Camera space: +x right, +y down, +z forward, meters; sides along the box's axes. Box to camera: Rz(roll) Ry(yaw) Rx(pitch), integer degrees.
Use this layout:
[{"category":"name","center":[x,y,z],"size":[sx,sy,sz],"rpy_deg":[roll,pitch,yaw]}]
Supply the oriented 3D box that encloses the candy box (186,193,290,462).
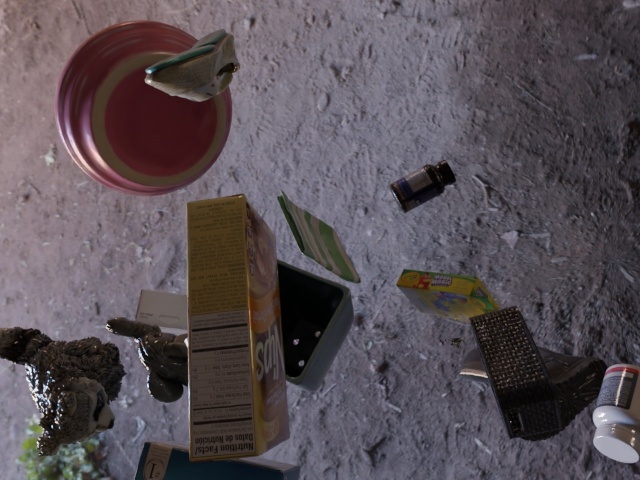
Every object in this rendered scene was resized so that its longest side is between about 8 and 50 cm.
[{"category":"candy box","center":[-0.110,0.118,0.663],"size":[0.088,0.183,0.316],"rpy_deg":[-8,73,6]}]

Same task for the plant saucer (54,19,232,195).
[{"category":"plant saucer","center":[-0.309,-0.231,0.912],"size":[0.084,0.332,0.331],"rpy_deg":[36,107,44]}]

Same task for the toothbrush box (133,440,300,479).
[{"category":"toothbrush box","center":[-0.167,0.454,0.675],"size":[0.217,0.126,0.295],"rpy_deg":[5,68,12]}]

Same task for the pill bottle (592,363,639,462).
[{"category":"pill bottle","center":[0.632,0.358,1.005],"size":[0.108,0.180,0.107],"rpy_deg":[27,144,22]}]

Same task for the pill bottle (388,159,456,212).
[{"category":"pill bottle","center":[0.370,-0.200,1.755],"size":[0.219,0.123,0.122],"rpy_deg":[-28,73,8]}]

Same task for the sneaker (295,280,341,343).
[{"category":"sneaker","center":[0.000,0.242,1.593],"size":[0.095,0.104,0.236],"rpy_deg":[30,85,19]}]

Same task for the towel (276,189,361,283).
[{"category":"towel","center":[0.000,0.000,1.487],"size":[0.038,0.325,0.247],"rpy_deg":[-36,53,14]}]

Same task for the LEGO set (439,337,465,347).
[{"category":"LEGO set","center":[0.424,0.320,1.548],"size":[0.083,0.054,0.023],"rpy_deg":[7,54,24]}]

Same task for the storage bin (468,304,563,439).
[{"category":"storage bin","center":[0.313,0.211,0.788],"size":[0.085,0.122,0.180],"rpy_deg":[-18,36,12]}]

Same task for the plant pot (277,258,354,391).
[{"category":"plant pot","center":[-0.061,0.234,1.214],"size":[0.247,0.252,0.247],"rpy_deg":[20,67,26]}]

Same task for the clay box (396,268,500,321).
[{"category":"clay box","center":[0.293,0.125,1.071],"size":[0.222,0.127,0.053],"rpy_deg":[3,56,47]}]

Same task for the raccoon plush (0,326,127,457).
[{"category":"raccoon plush","center":[-0.724,0.384,1.231],"size":[0.447,0.299,0.215],"rpy_deg":[7,98,3]}]

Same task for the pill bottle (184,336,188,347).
[{"category":"pill bottle","center":[-0.171,0.201,0.783],"size":[0.065,0.065,0.116],"rpy_deg":[-37,78,24]}]

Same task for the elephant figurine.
[{"category":"elephant figurine","center":[-0.295,0.246,0.992],"size":[0.186,0.240,0.169],"rpy_deg":[-11,70,37]}]

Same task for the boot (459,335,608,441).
[{"category":"boot","center":[0.584,0.434,1.511],"size":[0.445,0.368,0.146],"rpy_deg":[1,108,68]}]

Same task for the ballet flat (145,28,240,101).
[{"category":"ballet flat","center":[-0.110,-0.163,0.465],"size":[0.057,0.168,0.052],"rpy_deg":[-11,120,18]}]

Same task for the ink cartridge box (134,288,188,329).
[{"category":"ink cartridge box","center":[-0.517,0.260,1.663],"size":[0.283,0.208,0.117],"rpy_deg":[137,140,-65]}]
